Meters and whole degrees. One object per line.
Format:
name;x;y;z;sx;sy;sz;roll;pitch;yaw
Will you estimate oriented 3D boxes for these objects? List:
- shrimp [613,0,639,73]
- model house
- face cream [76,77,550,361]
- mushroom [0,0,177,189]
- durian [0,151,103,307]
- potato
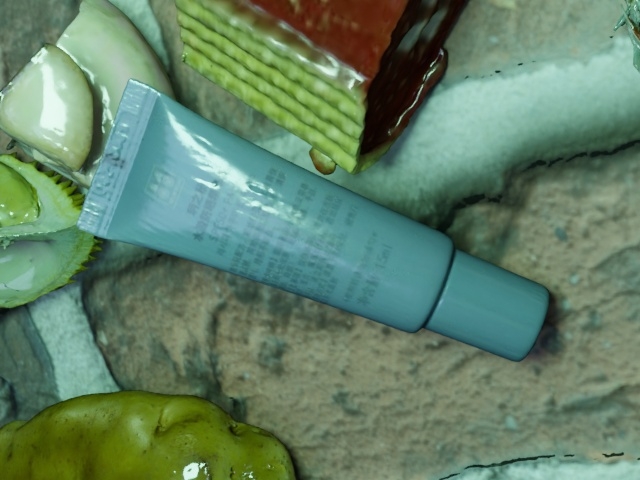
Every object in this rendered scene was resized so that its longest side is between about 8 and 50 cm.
shrimp;0.253;-0.174;1.015;0.073;0.075;0.190;-24;107;3
model house;0.000;-0.187;1.103;0.196;0.160;0.254;33;122;15
face cream;0.000;0.000;1.139;0.385;0.086;0.136;22;106;-4
mushroom;-0.178;-0.118;1.235;0.173;0.236;0.162;29;87;-5
durian;-0.369;-0.001;1.352;0.306;0.166;0.172;7;103;-12
potato;-0.195;0.252;1.383;0.369;0.176;0.195;-1;134;35
